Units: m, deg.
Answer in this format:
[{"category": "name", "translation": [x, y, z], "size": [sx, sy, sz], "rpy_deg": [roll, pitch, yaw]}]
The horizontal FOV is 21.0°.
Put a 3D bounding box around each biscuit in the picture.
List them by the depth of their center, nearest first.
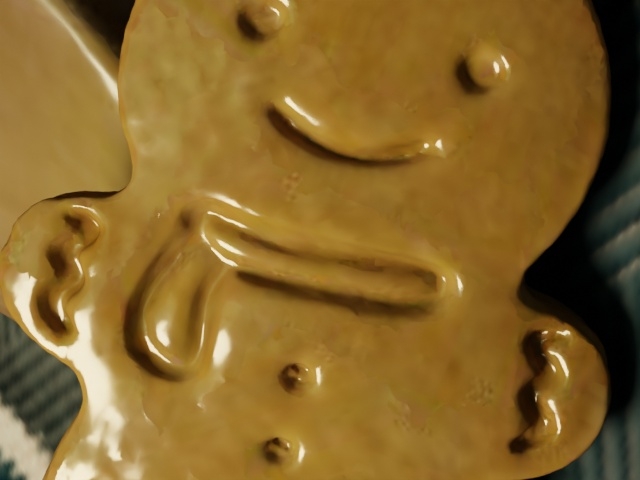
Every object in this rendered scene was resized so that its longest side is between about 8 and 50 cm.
[{"category": "biscuit", "translation": [0.004, 0.005, 0.372], "size": [0.133, 0.027, 0.184], "rpy_deg": [27, 98, 1]}]

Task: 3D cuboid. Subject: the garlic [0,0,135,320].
[{"category": "garlic", "translation": [-0.110, -0.071, 0.474], "size": [0.318, 0.112, 0.143], "rpy_deg": [41, 136, 28]}]
